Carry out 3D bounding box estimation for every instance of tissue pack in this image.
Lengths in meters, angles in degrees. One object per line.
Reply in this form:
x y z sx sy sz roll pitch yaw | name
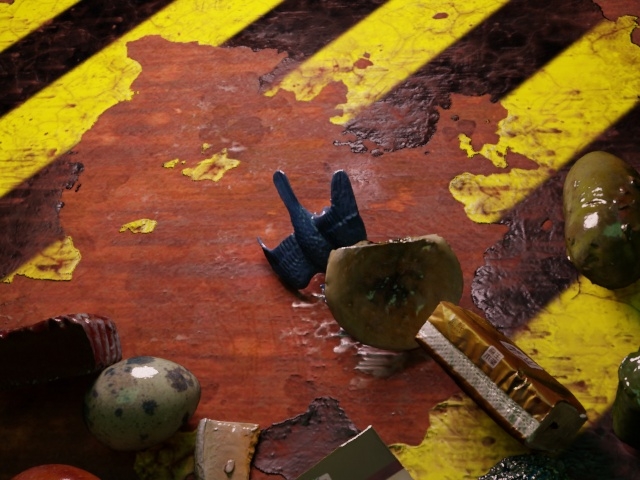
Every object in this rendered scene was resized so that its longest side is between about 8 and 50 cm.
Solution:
0.258 0.197 1.384 0.226 0.183 0.092 42 101 31 | tissue pack

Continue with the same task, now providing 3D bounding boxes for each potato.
0.452 -0.037 1.523 0.141 0.176 0.298 6 35 8 | potato

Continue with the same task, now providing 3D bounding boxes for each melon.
-0.146 0.357 1.447 0.098 0.054 0.182 6 57 -3 | melon

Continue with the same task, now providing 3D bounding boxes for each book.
0.077 0.421 1.362 0.201 0.026 0.289 -33 57 -11 | book

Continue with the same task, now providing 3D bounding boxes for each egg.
-0.272 0.246 1.485 0.182 0.141 0.141 -17 55 -11 | egg

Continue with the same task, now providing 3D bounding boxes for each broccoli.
0.277 0.365 1.305 0.155 0.167 0.160 -15 92 15 | broccoli

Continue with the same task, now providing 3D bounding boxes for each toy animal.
0.000 0.000 1.586 0.255 0.239 0.176 44 34 -10 | toy animal

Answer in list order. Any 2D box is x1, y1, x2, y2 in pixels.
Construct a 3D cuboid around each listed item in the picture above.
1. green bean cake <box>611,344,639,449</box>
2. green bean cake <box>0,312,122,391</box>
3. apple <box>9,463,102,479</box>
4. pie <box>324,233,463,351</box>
0.590 0.192 1.303 0.319 0.218 0.335 30 65 27 | green bean cake
-0.439 0.176 1.522 0.233 0.198 0.097 -12 86 6 | green bean cake
-0.377 0.420 1.379 0.201 0.162 0.201 -13 52 17 | apple
0.116 0.082 1.519 0.218 0.052 0.185 -11 99 -8 | pie
